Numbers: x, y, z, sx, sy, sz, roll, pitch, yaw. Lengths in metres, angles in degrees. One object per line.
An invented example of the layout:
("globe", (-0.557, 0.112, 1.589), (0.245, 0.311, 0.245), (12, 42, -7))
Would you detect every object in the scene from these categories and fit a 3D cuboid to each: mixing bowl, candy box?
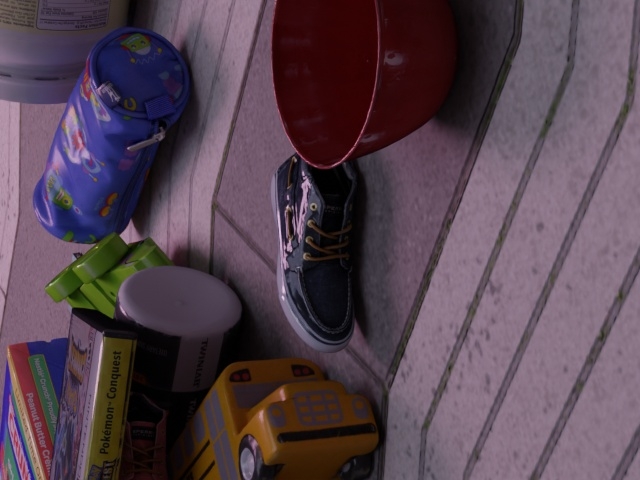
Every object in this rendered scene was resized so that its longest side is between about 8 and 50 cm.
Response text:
("mixing bowl", (0.043, -0.146, 1.091), (0.181, 0.098, 0.181), (12, 103, 63))
("candy box", (-0.322, 0.315, 1.804), (0.317, 0.122, 0.268), (113, 143, -50))

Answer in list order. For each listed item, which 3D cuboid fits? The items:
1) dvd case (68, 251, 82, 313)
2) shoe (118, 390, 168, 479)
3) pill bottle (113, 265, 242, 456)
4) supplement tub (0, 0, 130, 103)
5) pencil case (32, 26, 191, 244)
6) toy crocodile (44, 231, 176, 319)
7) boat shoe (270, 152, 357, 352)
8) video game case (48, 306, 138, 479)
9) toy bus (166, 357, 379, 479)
("dvd case", (-0.315, 0.078, 1.919), (0.119, 0.013, 0.087), (41, 128, 54))
("shoe", (-0.174, 0.215, 1.358), (0.178, 0.063, 0.081), (-124, 41, -62))
("pill bottle", (-0.164, 0.160, 1.497), (0.130, 0.130, 0.245), (53, 138, 49))
("supplement tub", (-0.331, -0.347, 1.663), (0.235, 0.235, 0.325), (51, 136, 50))
("pencil case", (-0.240, -0.108, 1.637), (0.133, 0.119, 0.306), (63, 146, 21))
("toy crocodile", (-0.232, 0.051, 1.661), (0.115, 0.105, 0.340), (48, 155, -10))
("boat shoe", (0.000, 0.000, 1.226), (0.083, 0.065, 0.183), (132, 130, -56))
("video game case", (-0.231, 0.198, 1.392), (0.275, 0.035, 0.248), (-174, 92, -74))
("toy bus", (-0.063, 0.212, 1.329), (0.332, 0.108, 0.130), (124, 137, -51))
